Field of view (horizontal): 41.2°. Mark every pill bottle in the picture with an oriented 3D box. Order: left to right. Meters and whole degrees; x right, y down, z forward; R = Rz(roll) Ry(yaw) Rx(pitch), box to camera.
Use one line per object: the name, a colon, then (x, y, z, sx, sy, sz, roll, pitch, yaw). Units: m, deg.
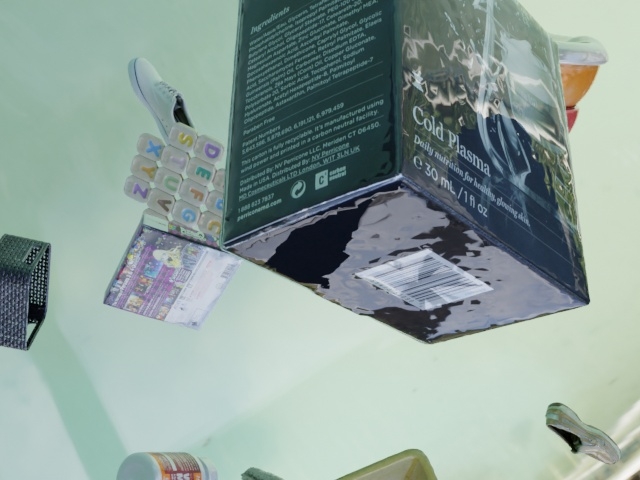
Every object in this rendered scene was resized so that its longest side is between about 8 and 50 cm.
pill bottle: (-0.329, 0.522, 1.854, 0.121, 0.121, 0.221, -42, 150, 16)

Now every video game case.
video game case: (-0.288, 0.068, 1.670, 0.210, 0.042, 0.232, 18, 128, -22)

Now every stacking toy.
stacking toy: (0.448, -0.244, 1.972, 0.350, 0.350, 0.480, -10, 115, -40)

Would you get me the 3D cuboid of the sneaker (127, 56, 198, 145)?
sneaker: (-0.387, -0.354, 2.141, 0.091, 0.258, 0.094, -24, -169, 36)

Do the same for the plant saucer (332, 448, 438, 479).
plant saucer: (0.048, 0.472, 1.096, 0.332, 0.333, 0.081, -24, 174, 8)

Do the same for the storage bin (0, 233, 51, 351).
storage bin: (-0.544, 0.093, 1.520, 0.084, 0.122, 0.180, 13, 121, -5)

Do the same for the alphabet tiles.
alphabet tiles: (-0.331, -0.128, 2.024, 0.284, 0.277, 0.021, -67, 171, 20)

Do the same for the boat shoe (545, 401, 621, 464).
boat shoe: (0.552, 0.427, 1.809, 0.068, 0.190, 0.072, -54, -178, 47)

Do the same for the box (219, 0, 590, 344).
box: (0.131, -0.157, 1.223, 0.297, 0.472, 0.480, -21, 147, 35)

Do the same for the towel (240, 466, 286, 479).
towel: (-0.021, 0.444, 1.373, 0.049, 0.187, 0.282, -50, -168, -18)
